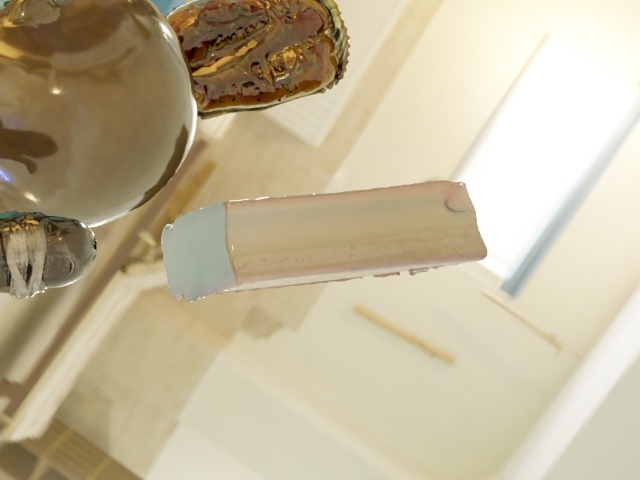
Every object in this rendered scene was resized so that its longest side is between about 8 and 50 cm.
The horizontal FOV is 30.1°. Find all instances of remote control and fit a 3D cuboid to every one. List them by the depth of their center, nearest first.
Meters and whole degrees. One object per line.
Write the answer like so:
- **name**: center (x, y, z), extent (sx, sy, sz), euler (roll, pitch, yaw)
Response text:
- **remote control**: center (-0.319, 0.022, 0.981), extent (0.090, 0.266, 0.066), euler (103, -19, -50)

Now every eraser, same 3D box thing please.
- **eraser**: center (0.000, 0.000, 1.590), extent (0.359, 0.122, 0.272), euler (-7, 175, -24)

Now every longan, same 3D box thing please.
- **longan**: center (-0.279, -0.146, 1.226), extent (0.297, 0.297, 0.297), euler (-56, 176, -6)

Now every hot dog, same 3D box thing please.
- **hot dog**: center (-0.089, -0.254, 1.592), extent (0.270, 0.162, 0.082), euler (-14, -172, -20)
